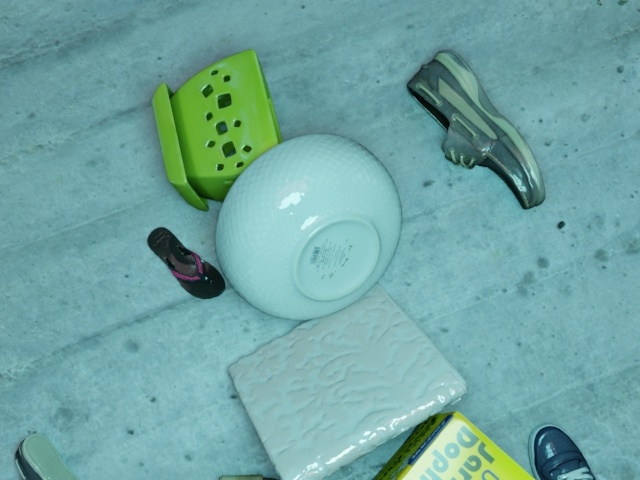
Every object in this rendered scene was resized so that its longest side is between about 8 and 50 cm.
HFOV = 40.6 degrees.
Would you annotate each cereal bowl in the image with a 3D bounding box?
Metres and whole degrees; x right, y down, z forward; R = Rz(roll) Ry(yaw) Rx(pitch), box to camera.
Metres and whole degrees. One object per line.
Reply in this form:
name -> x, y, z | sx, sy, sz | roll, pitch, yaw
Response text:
cereal bowl -> 0.000, 0.000, 1.465 | 0.339, 0.339, 0.141 | -33, 41, -8

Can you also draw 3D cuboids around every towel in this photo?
towel -> 0.033, 0.241, 1.467 | 0.332, 0.053, 0.317 | -29, 37, -8

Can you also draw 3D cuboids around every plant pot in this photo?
plant pot -> -0.177, -0.183, 1.568 | 0.207, 0.227, 0.228 | -14, 77, 2

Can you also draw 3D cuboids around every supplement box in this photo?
supplement box -> 0.199, 0.408, 1.366 | 0.195, 0.356, 0.194 | 41, 79, 7

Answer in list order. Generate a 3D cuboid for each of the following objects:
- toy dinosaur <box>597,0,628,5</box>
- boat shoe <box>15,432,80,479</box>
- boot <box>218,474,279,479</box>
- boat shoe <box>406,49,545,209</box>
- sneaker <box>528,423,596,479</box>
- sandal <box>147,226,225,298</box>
toy dinosaur -> 0.596, -0.528, 1.740 | 0.183, 0.053, 0.093 | -9, 76, -3
boat shoe -> -0.467, 0.437, 1.513 | 0.065, 0.075, 0.206 | -36, 84, 35
boot -> -0.096, 0.530, 1.466 | 0.206, 0.090, 0.248 | 14, 82, -7
boat shoe -> 0.288, -0.192, 1.634 | 0.130, 0.132, 0.355 | -33, 71, 2
sneaker -> 0.450, 0.445, 1.464 | 0.099, 0.153, 0.282 | -20, 78, -6
sandal -> -0.253, 0.043, 1.604 | 0.179, 0.040, 0.067 | 41, 80, 8
